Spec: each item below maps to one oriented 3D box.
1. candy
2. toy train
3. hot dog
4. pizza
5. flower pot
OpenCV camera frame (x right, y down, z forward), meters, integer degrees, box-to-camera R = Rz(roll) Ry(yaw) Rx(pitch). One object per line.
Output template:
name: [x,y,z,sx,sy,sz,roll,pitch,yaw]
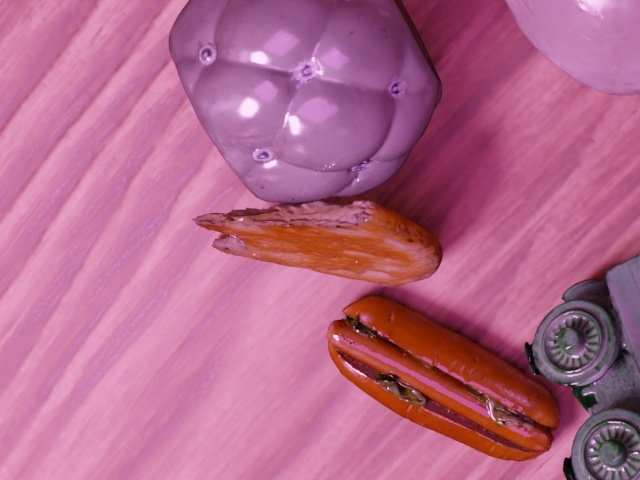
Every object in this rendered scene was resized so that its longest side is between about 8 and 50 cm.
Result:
candy: [0.282,-0.269,1.253,0.295,0.185,0.296,2,101,10]
toy train: [0.314,0.137,1.338,0.202,0.145,0.266,-28,58,21]
hot dog: [0.119,0.142,1.455,0.249,0.068,0.100,28,106,1]
pizza: [0.000,0.000,1.408,0.262,0.181,0.034,3,71,31]
flower pot: [-0.009,-0.155,1.311,0.195,0.246,0.246,-29,99,9]
